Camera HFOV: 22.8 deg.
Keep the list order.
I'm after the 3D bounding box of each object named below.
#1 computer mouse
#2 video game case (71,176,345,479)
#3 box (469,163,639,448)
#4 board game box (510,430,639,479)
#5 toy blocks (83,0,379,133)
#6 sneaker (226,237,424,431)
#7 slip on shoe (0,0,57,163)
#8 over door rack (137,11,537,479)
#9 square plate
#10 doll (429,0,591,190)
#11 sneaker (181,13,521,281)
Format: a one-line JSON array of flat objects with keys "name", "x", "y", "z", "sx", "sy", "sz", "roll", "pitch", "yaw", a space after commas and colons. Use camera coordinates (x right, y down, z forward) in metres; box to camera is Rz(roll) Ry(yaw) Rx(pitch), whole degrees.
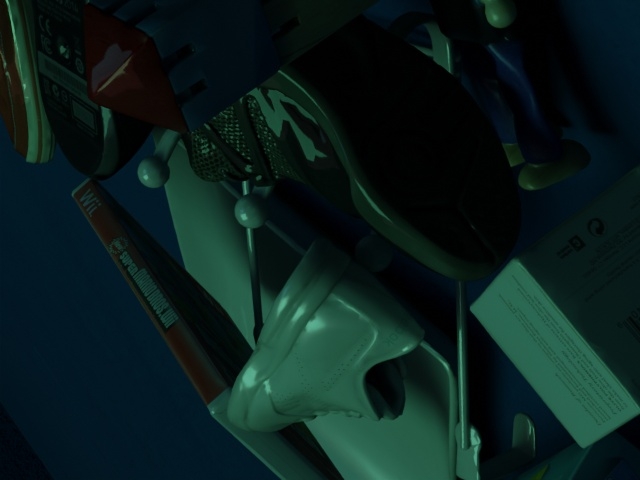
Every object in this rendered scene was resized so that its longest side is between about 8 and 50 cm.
[{"name": "computer mouse", "x": -0.161, "y": -0.173, "z": 1.196, "sx": 0.188, "sy": 0.072, "sz": 0.272, "roll": 37, "pitch": 138, "yaw": 41}, {"name": "video game case", "x": -0.076, "y": 0.086, "z": 1.191, "sx": 0.204, "sy": 0.025, "sz": 0.285, "roll": 49, "pitch": -179, "yaw": -43}, {"name": "box", "x": 0.154, "y": 0.034, "z": 0.827, "sx": 0.102, "sy": 0.101, "sz": 0.087, "roll": 51, "pitch": 159, "yaw": 10}, {"name": "board game box", "x": 0.186, "y": 0.268, "z": 1.025, "sx": 0.254, "sy": 0.079, "sz": 0.336, "roll": 38, "pitch": 151, "yaw": -1}, {"name": "toy blocks", "x": -0.034, "y": -0.224, "z": 0.591, "sx": 0.191, "sy": 0.261, "sz": 0.381, "roll": 32, "pitch": 150, "yaw": 43}, {"name": "sneaker", "x": 0.006, "y": 0.081, "z": 0.938, "sx": 0.094, "sy": 0.080, "sz": 0.212, "roll": 31, "pitch": 155, "yaw": 4}, {"name": "slip on shoe", "x": -0.274, "y": -0.202, "z": 1.291, "sx": 0.123, "sy": 0.101, "sz": 0.331, "roll": -94, "pitch": -5, "yaw": -47}, {"name": "over door rack", "x": 0.000, "y": 0.000, "z": 1.010, "sx": 0.239, "sy": 0.108, "sz": 0.324, "roll": 21, "pitch": 134, "yaw": 47}, {"name": "square plate", "x": 0.008, "y": 0.092, "z": 1.295, "sx": 0.344, "sy": 0.049, "sz": 0.347, "roll": 40, "pitch": 155, "yaw": 32}, {"name": "doll", "x": 0.080, "y": -0.121, "z": 0.811, "sx": 0.189, "sy": 0.046, "sz": 0.129, "roll": 65, "pitch": 175, "yaw": -27}, {"name": "sneaker", "x": 0.004, "y": -0.054, "z": 0.831, "sx": 0.227, "sy": 0.087, "sz": 0.130, "roll": 39, "pitch": 155, "yaw": 8}]
